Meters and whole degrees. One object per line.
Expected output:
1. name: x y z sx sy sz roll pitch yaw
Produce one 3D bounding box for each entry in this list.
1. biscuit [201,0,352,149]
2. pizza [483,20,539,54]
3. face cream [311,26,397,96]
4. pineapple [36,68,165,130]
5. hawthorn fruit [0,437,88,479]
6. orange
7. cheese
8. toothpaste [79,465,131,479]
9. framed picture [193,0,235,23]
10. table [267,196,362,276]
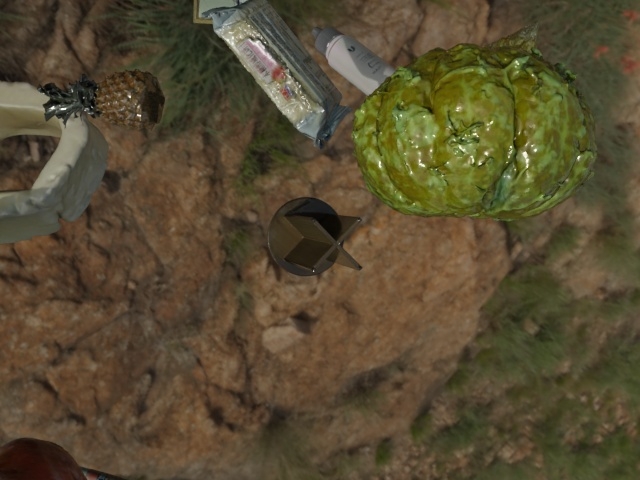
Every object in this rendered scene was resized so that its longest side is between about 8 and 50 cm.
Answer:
1. biscuit: -0.070 -0.315 1.374 0.079 0.186 0.309 -33 106 30
2. pizza: 0.352 -0.351 1.367 0.026 0.123 0.109 4 125 -46
3. face cream: 0.086 -0.425 1.828 0.092 0.311 0.092 -37 153 -23
4. pineapple: -0.207 -0.129 0.695 0.058 0.124 0.058 3 90 -75
5. hawthorn fruit: -0.389 0.412 1.021 0.242 0.242 0.272 -41 102 -9
6. orange: 0.182 -0.135 0.959 0.301 0.300 0.223 1 85 -12
7. cheese: -0.593 -0.149 1.490 0.332 0.292 0.153 -1 163 8
8. toothpaste: -0.342 0.446 1.358 0.205 0.056 0.036 15 104 3
9. framed picture: -0.185 -0.516 1.452 0.010 0.136 0.201 -19 116 -58
10. table: 0.000 0.000 1.491 0.167 0.226 0.167 -1 94 -16
